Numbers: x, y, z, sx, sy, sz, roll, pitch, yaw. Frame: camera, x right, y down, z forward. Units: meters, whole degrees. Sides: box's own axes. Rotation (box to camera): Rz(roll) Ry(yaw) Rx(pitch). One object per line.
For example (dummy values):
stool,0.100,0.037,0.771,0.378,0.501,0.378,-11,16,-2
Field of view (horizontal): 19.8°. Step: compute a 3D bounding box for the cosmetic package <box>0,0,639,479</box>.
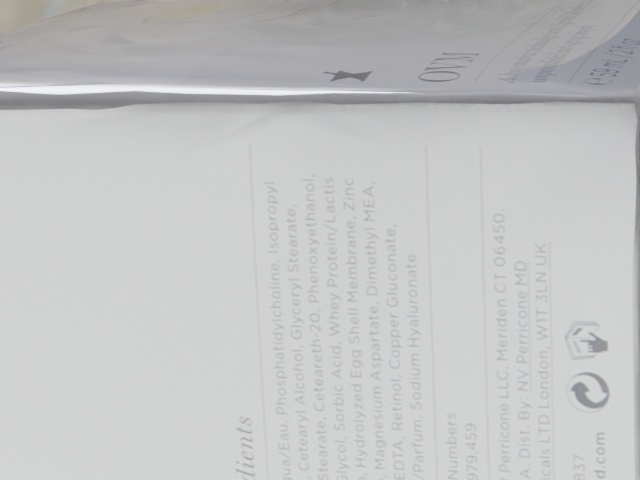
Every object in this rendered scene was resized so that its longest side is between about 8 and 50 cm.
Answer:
cosmetic package,0.000,0.000,0.565,0.224,0.224,0.138,0,104,16
